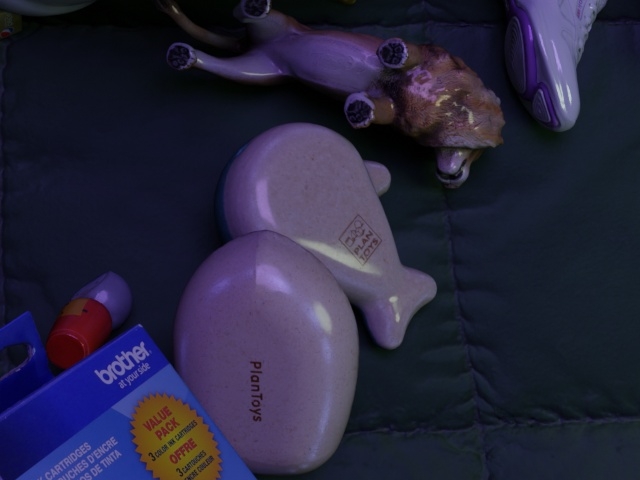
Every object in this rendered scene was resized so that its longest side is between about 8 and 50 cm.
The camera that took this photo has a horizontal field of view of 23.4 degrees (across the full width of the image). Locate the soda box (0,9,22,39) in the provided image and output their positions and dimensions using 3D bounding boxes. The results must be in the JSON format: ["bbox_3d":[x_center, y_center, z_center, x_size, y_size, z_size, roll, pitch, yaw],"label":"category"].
[{"bbox_3d":[-0.412,-0.311,1.771,0.061,0.058,0.181,-28,73,-20],"label":"soda box"}]

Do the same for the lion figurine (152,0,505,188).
[{"bbox_3d":[0.016,-0.194,1.736,0.392,0.240,0.142,27,100,15],"label":"lion figurine"}]

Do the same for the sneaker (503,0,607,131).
[{"bbox_3d":[0.290,-0.274,1.843,0.152,0.114,0.305,-3,67,-10],"label":"sneaker"}]

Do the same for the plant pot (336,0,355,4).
[{"bbox_3d":[0.003,-0.401,1.810,0.212,0.212,0.187,16,77,-2],"label":"plant pot"}]

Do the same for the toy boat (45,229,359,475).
[{"bbox_3d":[-0.116,0.098,1.575,0.318,0.267,0.148,9,24,8],"label":"toy boat"}]

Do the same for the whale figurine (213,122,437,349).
[{"bbox_3d":[0.000,0.000,1.682,0.272,0.141,0.216,44,63,-16],"label":"whale figurine"}]

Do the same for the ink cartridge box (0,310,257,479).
[{"bbox_3d":[-0.196,0.258,1.400,0.395,0.151,0.270,51,33,1],"label":"ink cartridge box"}]

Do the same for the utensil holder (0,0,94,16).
[{"bbox_3d":[-0.195,-0.421,1.614,0.328,0.386,0.327,5,84,-49],"label":"utensil holder"}]
